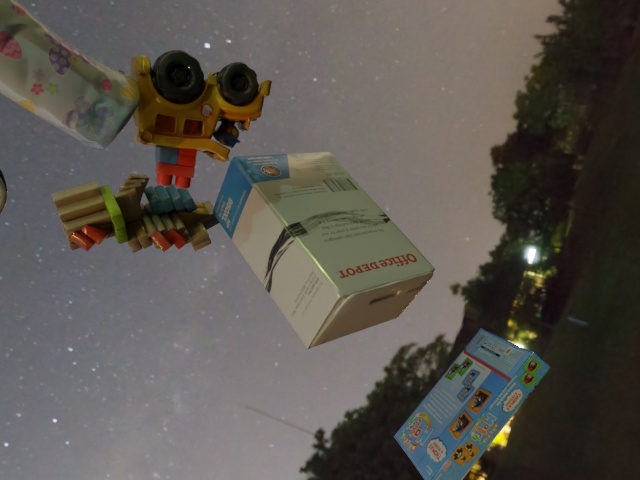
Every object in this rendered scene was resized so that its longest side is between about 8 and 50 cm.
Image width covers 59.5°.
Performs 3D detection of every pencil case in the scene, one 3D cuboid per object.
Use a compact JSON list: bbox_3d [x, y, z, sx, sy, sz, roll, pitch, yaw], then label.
[{"bbox_3d":[-0.383,-0.239,0.762,0.273,0.113,0.124,33,-92,-38],"label":"pencil case"}]

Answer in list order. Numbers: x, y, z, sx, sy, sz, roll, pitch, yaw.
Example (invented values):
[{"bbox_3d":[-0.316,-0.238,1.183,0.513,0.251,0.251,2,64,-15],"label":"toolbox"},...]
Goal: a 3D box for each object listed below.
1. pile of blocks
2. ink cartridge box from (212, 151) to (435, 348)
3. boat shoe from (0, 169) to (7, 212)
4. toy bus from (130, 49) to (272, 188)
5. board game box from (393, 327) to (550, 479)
[{"bbox_3d":[-0.340,-0.040,1.127,0.362,0.113,0.149,-4,-42,-43],"label":"pile of blocks"},{"bbox_3d":[0.000,0.000,1.183,0.285,0.395,0.166,-11,-38,-42],"label":"ink cartridge box"},{"bbox_3d":[-0.444,0.004,0.597,0.254,0.079,0.095,-48,-52,-1],"label":"boat shoe"},{"bbox_3d":[-0.204,-0.191,0.931,0.220,0.149,0.212,2,-85,-24],"label":"toy bus"},{"bbox_3d":[0.200,0.227,0.774,0.211,0.039,0.160,-49,7,-3],"label":"board game box"}]
